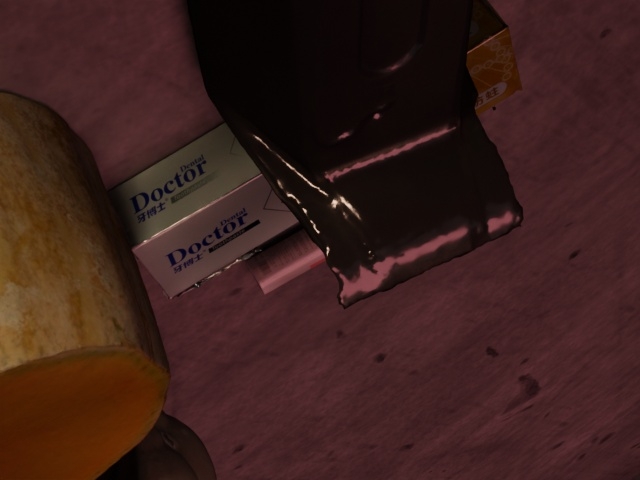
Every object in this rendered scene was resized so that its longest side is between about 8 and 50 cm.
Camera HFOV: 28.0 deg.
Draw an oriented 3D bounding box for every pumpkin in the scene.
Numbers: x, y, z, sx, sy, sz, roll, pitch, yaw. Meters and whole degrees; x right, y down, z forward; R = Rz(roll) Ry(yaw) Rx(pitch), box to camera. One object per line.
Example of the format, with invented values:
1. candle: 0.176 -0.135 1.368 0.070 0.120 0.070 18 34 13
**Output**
1. pumpkin: -0.260 0.080 0.800 0.332 0.199 0.332 -21 149 -14

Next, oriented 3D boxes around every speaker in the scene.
1. speaker: 0.028 -0.152 0.723 0.180 0.184 0.388 -25 150 -12

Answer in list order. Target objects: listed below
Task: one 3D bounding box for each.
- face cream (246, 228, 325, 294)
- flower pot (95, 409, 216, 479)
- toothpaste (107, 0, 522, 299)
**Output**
1. face cream: 0.000 0.000 1.096 0.130 0.034 0.034 -30 152 -5
2. flower pot: -0.202 0.234 1.057 0.246 0.246 0.195 -28 150 -8
3. toothpaste: -0.004 -0.074 0.942 0.312 0.071 0.089 -31 148 -1
